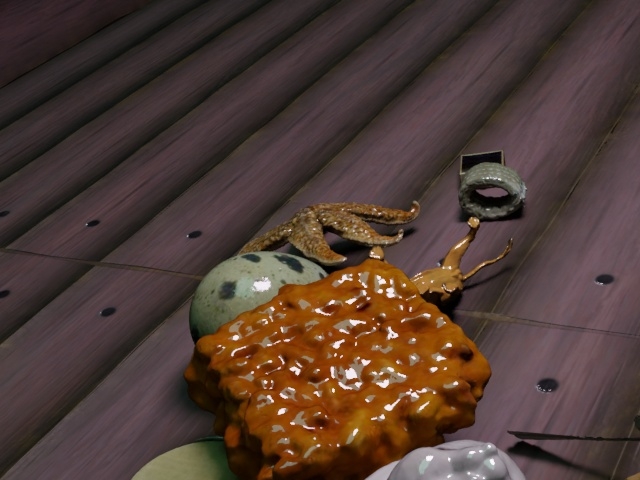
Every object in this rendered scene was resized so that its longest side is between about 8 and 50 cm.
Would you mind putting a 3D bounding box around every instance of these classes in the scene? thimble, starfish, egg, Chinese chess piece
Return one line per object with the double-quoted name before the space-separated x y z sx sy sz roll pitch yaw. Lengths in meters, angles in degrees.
"thimble" 0.284 -0.080 1.707 0.110 0.084 0.062 9 35 12
"starfish" -0.006 -0.009 1.654 0.327 0.094 0.375 -19 12 10
"egg" -0.073 0.100 1.443 0.228 0.177 0.177 -18 27 -31
"Chinese chess piece" -0.137 0.312 1.192 0.188 0.083 0.188 -8 27 4

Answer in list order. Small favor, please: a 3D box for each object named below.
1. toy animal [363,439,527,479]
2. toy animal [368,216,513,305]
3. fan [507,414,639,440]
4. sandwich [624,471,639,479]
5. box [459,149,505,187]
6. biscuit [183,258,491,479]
"toy animal" 0.105 0.302 1.001 0.272 0.206 0.265 25 39 16
"toy animal" 0.178 0.057 1.516 0.255 0.116 0.114 -16 55 -15
"fan" 0.373 0.214 1.089 0.415 0.233 0.012 -11 56 47
"sandwich" 0.406 0.271 0.990 0.236 0.122 0.128 -14 42 -7
"box" 0.286 -0.124 1.832 0.079 0.035 0.083 -6 29 12
"biscuit" 0.020 0.160 1.217 0.318 0.110 0.312 -21 34 -15
